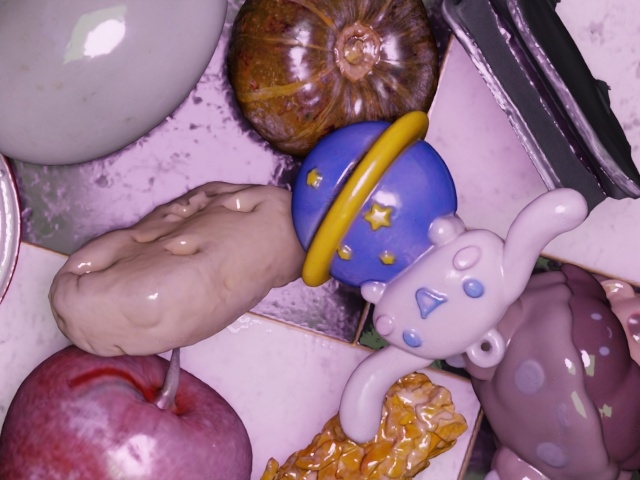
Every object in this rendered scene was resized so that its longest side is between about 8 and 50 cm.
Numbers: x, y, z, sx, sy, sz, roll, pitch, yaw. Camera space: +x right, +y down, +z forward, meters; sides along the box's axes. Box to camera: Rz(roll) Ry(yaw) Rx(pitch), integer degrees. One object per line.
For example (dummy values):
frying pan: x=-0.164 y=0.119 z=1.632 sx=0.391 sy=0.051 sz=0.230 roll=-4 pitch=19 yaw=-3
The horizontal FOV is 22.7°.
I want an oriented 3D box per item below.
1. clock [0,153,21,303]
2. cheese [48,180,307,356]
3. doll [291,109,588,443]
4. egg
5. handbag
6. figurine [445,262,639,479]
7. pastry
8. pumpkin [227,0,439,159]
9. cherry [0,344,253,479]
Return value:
clock: x=-0.450 y=-0.016 z=1.545 sx=0.318 sy=0.080 sz=0.318 roll=0 pitch=93 yaw=-6
cheese: x=-0.129 y=0.022 z=1.493 sx=0.263 sy=0.159 sz=0.093 roll=-34 pitch=122 yaw=-43
doll: x=0.069 y=0.027 z=1.478 sx=0.243 sy=0.159 sz=0.311 roll=28 pitch=106 yaw=-1
egg: x=-0.214 y=-0.190 z=1.499 sx=0.283 sy=0.203 sz=0.203 roll=-38 pitch=95 yaw=0
handbag: x=0.220 y=-0.155 z=1.523 sx=0.079 sy=0.260 sz=0.247 roll=-29 pitch=100 yaw=19
figurine: x=0.307 y=0.113 z=1.580 sx=0.381 sy=0.203 sz=0.248 roll=-20 pitch=102 yaw=-17
pastry: x=0.027 y=0.227 z=1.568 sx=0.250 sy=0.154 sz=0.102 roll=-40 pitch=76 yaw=-4
pumpkin: x=0.008 y=-0.175 z=1.555 sx=0.219 sy=0.162 sz=0.219 roll=-6 pitch=101 yaw=-30
cherry: x=-0.185 y=0.208 z=1.518 sx=0.236 sy=0.213 sz=0.285 roll=28 pitch=105 yaw=15
